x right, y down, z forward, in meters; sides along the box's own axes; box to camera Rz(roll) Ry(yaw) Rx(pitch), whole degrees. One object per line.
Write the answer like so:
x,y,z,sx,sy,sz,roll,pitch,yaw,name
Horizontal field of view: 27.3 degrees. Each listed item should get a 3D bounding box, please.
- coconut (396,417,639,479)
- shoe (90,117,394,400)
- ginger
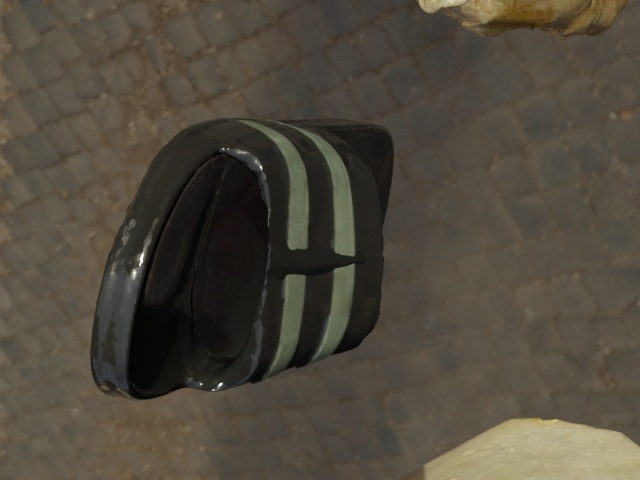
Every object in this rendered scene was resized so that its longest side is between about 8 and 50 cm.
0.110,0.249,0.604,0.352,0.352,0.353,21,133,25,coconut
0.000,0.000,0.381,0.049,0.179,0.071,14,106,20,shoe
0.175,-0.207,1.090,0.075,0.288,0.089,41,121,36,ginger
